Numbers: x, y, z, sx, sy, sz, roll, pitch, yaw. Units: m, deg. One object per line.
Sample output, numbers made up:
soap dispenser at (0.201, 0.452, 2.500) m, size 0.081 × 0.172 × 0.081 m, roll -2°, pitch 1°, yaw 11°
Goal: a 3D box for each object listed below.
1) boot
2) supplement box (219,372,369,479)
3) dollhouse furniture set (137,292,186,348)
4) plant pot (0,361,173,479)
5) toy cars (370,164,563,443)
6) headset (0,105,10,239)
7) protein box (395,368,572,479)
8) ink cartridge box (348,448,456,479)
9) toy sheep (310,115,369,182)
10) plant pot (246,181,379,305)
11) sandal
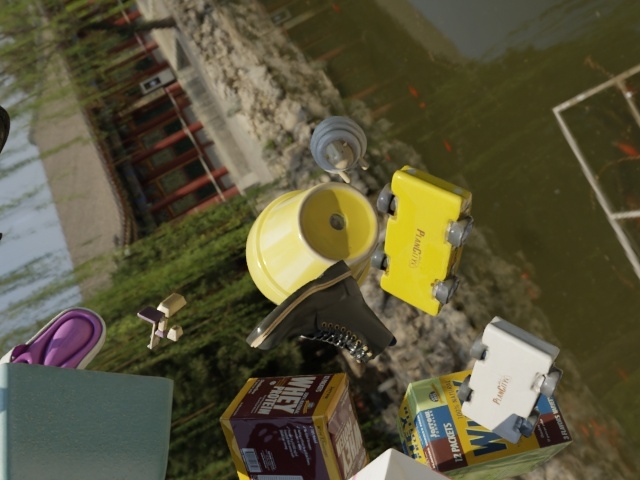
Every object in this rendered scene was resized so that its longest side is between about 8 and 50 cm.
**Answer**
boot at (0.013, 0.116, 0.843) m, size 0.137 × 0.198 × 0.077 m, roll 52°, pitch 135°, yaw 5°
supplement box at (-0.040, 0.350, 1.174) m, size 0.129 × 0.194 × 0.191 m, roll -49°, pitch -52°, yaw -61°
dollhouse furniture set at (-0.291, 0.167, 1.319) m, size 0.114 × 0.091 × 0.081 m, roll -45°, pitch -27°, yaw -57°
plant pot at (-0.360, 0.346, 0.935) m, size 0.247 × 0.248 × 0.252 m, roll 14°, pitch -131°, yaw -35°
toy cars at (0.181, 0.073, 0.785) m, size 0.176 × 0.087 × 0.393 m, roll -12°, pitch 116°, yaw 51°
headset at (-0.481, -0.108, 0.761) m, size 0.244 × 0.185 × 0.394 m, roll 18°, pitch 143°, yaw 26°
protein box at (0.240, 0.293, 1.041) m, size 0.199 × 0.201 × 0.135 m, roll 92°, pitch 164°, yaw -59°
ink cartridge box at (0.076, 0.328, 0.779) m, size 0.115 × 0.198 × 0.067 m, roll 28°, pitch -135°, yaw -7°
toy sheep at (0.027, -0.141, 0.991) m, size 0.132 × 0.091 × 0.091 m, roll -102°, pitch -13°, yaw -61°
plant pot at (0.000, 0.000, 1.321) m, size 0.254 × 0.254 × 0.239 m, roll 61°, pitch 156°, yaw 7°
sandal at (-0.578, 0.273, 1.351) m, size 0.416 × 0.170 × 0.102 m, roll -71°, pitch 3°, yaw -48°
